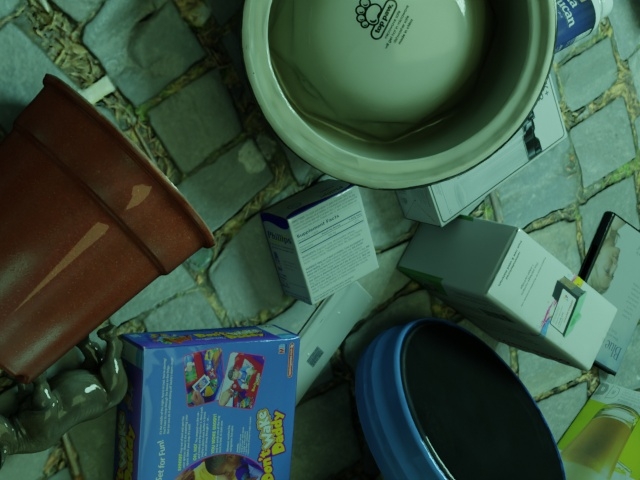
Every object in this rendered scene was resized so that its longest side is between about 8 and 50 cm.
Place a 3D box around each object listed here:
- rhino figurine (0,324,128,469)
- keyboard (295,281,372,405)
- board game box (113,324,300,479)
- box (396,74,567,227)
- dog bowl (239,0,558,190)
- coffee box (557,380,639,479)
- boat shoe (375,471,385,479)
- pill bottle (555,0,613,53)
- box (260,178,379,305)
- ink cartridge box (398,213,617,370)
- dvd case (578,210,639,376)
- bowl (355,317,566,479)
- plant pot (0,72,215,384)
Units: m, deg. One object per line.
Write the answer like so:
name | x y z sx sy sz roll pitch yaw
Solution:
rhino figurine | -0.342 0.203 1.410 0.243 0.073 0.106 -30 113 -26
keyboard | -0.015 0.165 1.678 0.256 0.014 0.072 -53 129 -15
board game box | -0.157 0.295 1.549 0.233 0.078 0.347 0 100 -32
box | 0.233 -0.167 1.740 0.290 0.087 0.169 -34 117 -26
dog bowl | 0.092 -0.279 1.496 0.408 0.150 0.408 -2 105 -8
coffee box | 0.593 0.511 1.983 0.334 0.337 0.338 -49 123 -18
boat shoe | 0.202 0.387 1.827 0.302 0.109 0.098 21 106 -44
pill bottle | 0.379 -0.353 1.803 0.169 0.094 0.094 -31 116 -28
box | 0.000 0.000 1.615 0.126 0.072 0.137 -28 115 -28
ink cartridge box | 0.290 0.075 1.759 0.278 0.201 0.117 35 79 -36
dvd case | 0.518 0.096 2.041 0.180 0.022 0.253 29 82 -36
bowl | 0.216 0.283 1.667 0.391 0.391 0.077 26 127 -36
plant pot | -0.307 0.001 1.293 0.265 0.272 0.272 -46 122 -10
